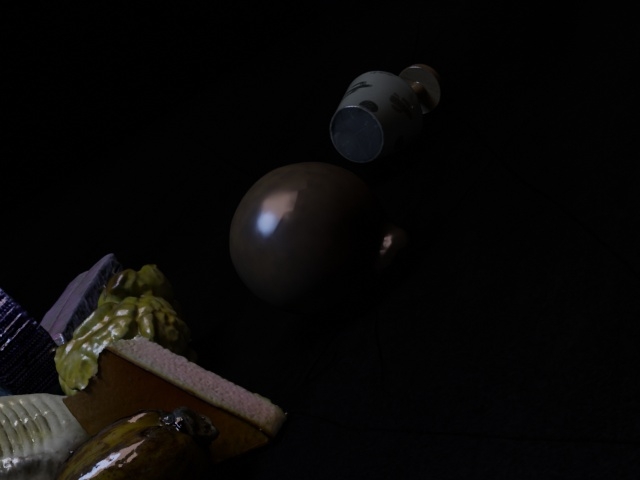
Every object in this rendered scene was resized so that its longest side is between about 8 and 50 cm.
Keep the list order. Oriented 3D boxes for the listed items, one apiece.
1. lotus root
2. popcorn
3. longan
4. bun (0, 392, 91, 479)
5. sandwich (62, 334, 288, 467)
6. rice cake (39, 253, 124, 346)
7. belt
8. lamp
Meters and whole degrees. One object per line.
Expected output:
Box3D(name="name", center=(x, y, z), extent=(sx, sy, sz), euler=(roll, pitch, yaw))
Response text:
Box3D(name="lotus root", center=(-0.184, 0.237, 1.321), extent=(0.209, 0.120, 0.120), euler=(-37, 15, 0))
Box3D(name="popcorn", center=(-0.230, 0.133, 1.686), extent=(0.168, 0.173, 0.195), euler=(-55, 19, 19))
Box3D(name="longan", center=(0.000, 0.000, 1.554), extent=(0.204, 0.159, 0.185), euler=(6, 46, 8))
Box3D(name="bun", center=(-0.329, 0.256, 1.467), extent=(0.229, 0.145, 0.229), euler=(-7, 15, 2))
Box3D(name="sandwich", center=(-0.153, 0.157, 1.390), extent=(0.193, 0.162, 0.058), euler=(-26, 16, 31))
Box3D(name="rice cake", center=(-0.394, 0.123, 2.226), extent=(0.106, 0.050, 0.298), euler=(-32, 17, 20))
Box3D(name="belt", center=(-0.461, 0.133, 1.950), extent=(0.122, 0.260, 0.325), euler=(-48, 19, -19))
Box3D(name="lamp", center=(0.094, -0.181, 1.935), extent=(0.121, 0.121, 0.214), euler=(-25, 10, 37))
